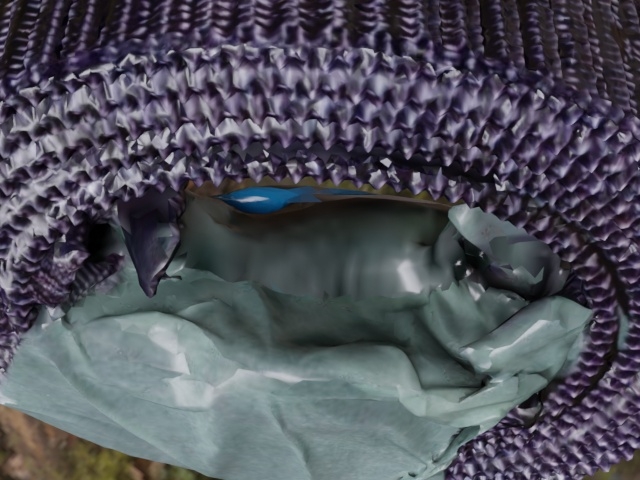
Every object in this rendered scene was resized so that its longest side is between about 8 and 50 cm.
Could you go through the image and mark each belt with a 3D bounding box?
[{"bbox_3d":[0.000,0.000,0.497,0.324,0.122,0.260,7,138,-7],"label":"belt"}]
